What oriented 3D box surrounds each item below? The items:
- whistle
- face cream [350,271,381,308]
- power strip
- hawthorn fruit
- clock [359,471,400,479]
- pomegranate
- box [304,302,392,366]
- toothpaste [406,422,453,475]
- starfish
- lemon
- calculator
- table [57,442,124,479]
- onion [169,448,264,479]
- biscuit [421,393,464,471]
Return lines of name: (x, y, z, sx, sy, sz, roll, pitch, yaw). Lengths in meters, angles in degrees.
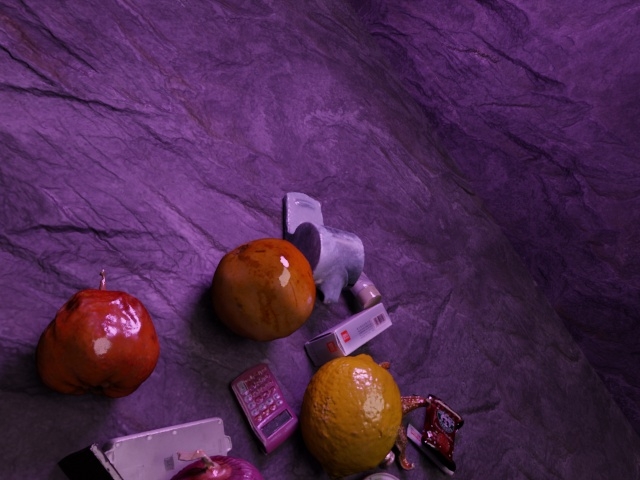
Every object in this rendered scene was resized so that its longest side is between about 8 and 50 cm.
whistle: (-0.019, 0.015, 1.386, 0.168, 0.188, 0.405, 14, 24, -34)
face cream: (0.111, 0.119, 1.477, 0.114, 0.070, 0.224, 4, 42, -45)
power strip: (-0.302, 0.436, 0.891, 0.270, 0.046, 0.118, 8, 64, -45)
hawthorn fruit: (-0.414, 0.167, 0.844, 0.207, 0.207, 0.243, 15, 52, -40)
clock: (0.169, 0.770, 1.139, 0.318, 0.080, 0.319, 25, 50, -34)
pomegranate: (-0.138, 0.128, 1.096, 0.264, 0.264, 0.265, 25, 50, -34)
box: (0.086, 0.277, 1.326, 0.269, 0.135, 0.079, -17, 78, -51)
toothpaste: (0.348, 0.673, 1.425, 0.218, 0.033, 0.052, 46, 32, -9)
starfish: (0.214, 0.526, 1.321, 0.303, 0.113, 0.312, -7, 68, -47)
lemon: (0.073, 0.437, 1.116, 0.253, 0.253, 0.311, 30, 71, -30)
calculator: (-0.137, 0.406, 1.093, 0.126, 0.034, 0.191, -20, 76, -49)
table: (-0.384, 0.509, 0.655, 0.282, 0.196, 0.250, 54, 41, -2)
onion: (-0.190, 0.508, 0.831, 0.207, 0.200, 0.201, 40, 40, -46)
biscuit: (0.397, 0.628, 1.463, 0.151, 0.063, 0.235, 47, 33, -4)
